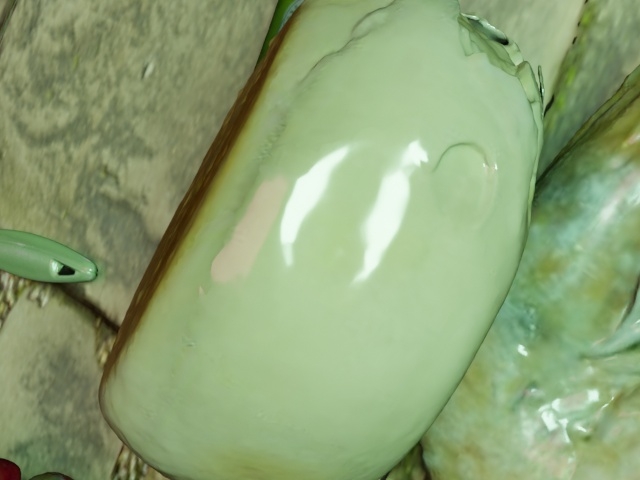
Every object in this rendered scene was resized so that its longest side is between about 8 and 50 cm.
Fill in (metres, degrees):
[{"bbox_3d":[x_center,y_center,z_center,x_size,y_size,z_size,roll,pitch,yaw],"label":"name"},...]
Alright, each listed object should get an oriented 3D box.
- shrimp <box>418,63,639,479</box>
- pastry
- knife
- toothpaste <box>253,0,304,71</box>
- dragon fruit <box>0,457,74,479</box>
[{"bbox_3d":[0.156,0.021,0.539,0.168,0.077,0.317,44,113,26],"label":"shrimp"},{"bbox_3d":[0.001,0.000,0.563,0.265,0.133,0.265,-156,90,-81],"label":"pastry"},{"bbox_3d":[-0.258,0.003,0.891,0.293,0.019,0.043,13,90,39],"label":"knife"},{"bbox_3d":[-0.027,-0.046,0.708,0.078,0.047,0.248,20,91,37],"label":"toothpaste"},{"bbox_3d":[-0.206,0.224,0.704,0.272,0.218,0.198,11,124,34],"label":"dragon fruit"}]
